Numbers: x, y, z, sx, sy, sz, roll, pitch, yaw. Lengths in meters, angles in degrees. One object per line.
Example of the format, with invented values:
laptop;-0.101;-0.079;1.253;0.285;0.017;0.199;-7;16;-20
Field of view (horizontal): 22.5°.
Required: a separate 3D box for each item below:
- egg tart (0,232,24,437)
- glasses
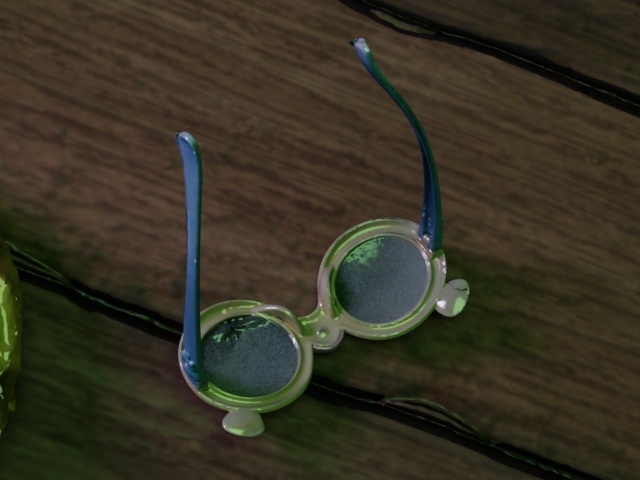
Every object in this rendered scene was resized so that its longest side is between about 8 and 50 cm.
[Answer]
egg tart;-0.308;0.054;0.898;0.297;0.132;0.297;2;77;-11
glasses;-0.017;-0.017;0.956;0.189;0.221;0.088;-29;41;-19
